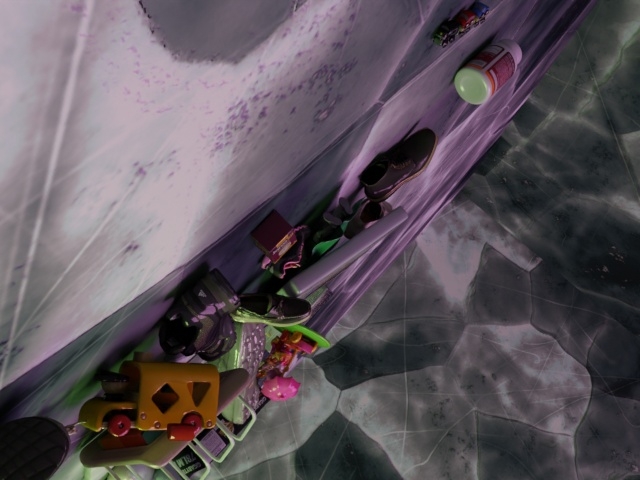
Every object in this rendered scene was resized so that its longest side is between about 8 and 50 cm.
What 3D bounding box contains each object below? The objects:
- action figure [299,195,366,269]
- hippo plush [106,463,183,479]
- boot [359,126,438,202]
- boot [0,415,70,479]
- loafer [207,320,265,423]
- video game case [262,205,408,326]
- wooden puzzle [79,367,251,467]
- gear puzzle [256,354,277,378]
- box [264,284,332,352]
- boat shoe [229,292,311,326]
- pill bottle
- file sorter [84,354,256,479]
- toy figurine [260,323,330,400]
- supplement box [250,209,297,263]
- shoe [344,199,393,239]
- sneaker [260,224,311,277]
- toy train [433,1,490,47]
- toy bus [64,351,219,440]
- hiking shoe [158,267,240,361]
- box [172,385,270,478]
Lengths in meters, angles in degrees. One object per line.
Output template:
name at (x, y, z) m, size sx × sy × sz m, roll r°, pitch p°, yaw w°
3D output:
action figure at (0.000, 0.000, 1.252) m, size 0.137 × 0.063 × 0.232 m, roll -44°, pitch 175°, yaw -33°
hippo plush at (-0.370, 0.607, 1.460) m, size 0.234 × 0.236 × 0.294 m, roll -44°, pitch 169°, yaw -26°
boot at (0.164, -0.164, 1.318) m, size 0.198 × 0.077 × 0.137 m, roll -50°, pitch 165°, yaw 1°
boot at (-0.359, 0.272, 0.746) m, size 0.246 × 0.083 × 0.161 m, roll -42°, pitch 176°, yaw 8°
loafer at (-0.184, 0.256, 1.318) m, size 0.112 × 0.111 × 0.319 m, roll -48°, pitch 156°, yaw -49°
video game case at (0.006, 0.069, 1.374) m, size 0.329 × 0.036 × 0.300 m, roll -34°, pitch 174°, yaw -34°
wooden puzzle at (-0.255, 0.279, 1.035) m, size 0.239 × 0.044 × 0.221 m, roll -17°, pitch -164°, yaw 43°
gear puzzle at (-0.177, 0.391, 1.876) m, size 0.175 × 0.044 × 0.339 m, roll -30°, pitch 170°, yaw -8°
box at (-0.067, 0.204, 1.749) m, size 0.231 × 0.056 × 0.183 m, roll -48°, pitch 169°, yaw -2°
boat shoe at (-0.090, 0.122, 1.153) m, size 0.152 × 0.056 × 0.049 m, roll -1°, pitch 148°, yaw -8°
pill bottle at (0.356, -0.359, 1.345) m, size 0.152 × 0.086 × 0.086 m, roll -43°, pitch 168°, yaw -27°
file sorter at (-0.280, 0.392, 1.224) m, size 0.278 × 0.173 × 0.193 m, roll -41°, pitch 168°, yaw -37°
toy figurine at (-0.081, 0.266, 1.383) m, size 0.173 × 0.130 × 0.159 m, roll -4°, pitch -125°, yaw 56°
supplement box at (-0.071, -0.005, 0.988) m, size 0.055 × 0.043 × 0.083 m, roll -46°, pitch 169°, yaw -8°
shoe at (0.125, -0.057, 1.524) m, size 0.058 × 0.076 × 0.219 m, roll -48°, pitch 170°, yaw 35°
sneaker at (-0.050, 0.022, 1.137) m, size 0.119 × 0.057 × 0.047 m, roll -44°, pitch 167°, yaw -28°
toy train at (0.227, -0.347, 1.017) m, size 0.158 × 0.027 × 0.036 m, roll -40°, pitch 156°, yaw -39°
toy bus at (-0.238, 0.203, 0.862) m, size 0.202 × 0.191 × 0.104 m, roll 58°, pitch 35°, yaw -77°
hiking shoe at (-0.186, 0.125, 0.934) m, size 0.114 × 0.086 × 0.227 m, roll -28°, pitch 156°, yaw -26°
box at (-0.317, 0.551, 1.786) m, size 0.295 × 0.073 × 0.293 m, roll -38°, pitch 178°, yaw 37°
